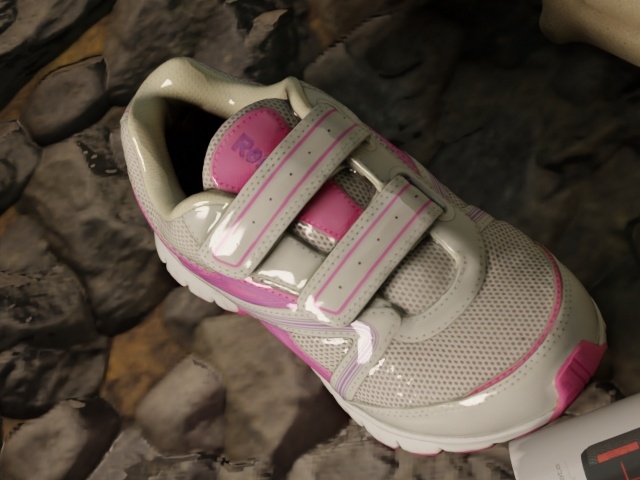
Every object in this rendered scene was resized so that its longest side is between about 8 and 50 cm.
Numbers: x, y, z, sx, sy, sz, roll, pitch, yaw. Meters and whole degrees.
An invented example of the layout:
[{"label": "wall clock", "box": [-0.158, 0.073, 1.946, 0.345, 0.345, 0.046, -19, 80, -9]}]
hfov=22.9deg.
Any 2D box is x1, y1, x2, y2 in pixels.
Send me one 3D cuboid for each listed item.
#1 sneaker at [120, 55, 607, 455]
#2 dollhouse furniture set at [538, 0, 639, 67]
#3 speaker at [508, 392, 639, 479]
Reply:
[{"label": "sneaker", "box": [0.000, 0.000, 0.650, 0.252, 0.111, 0.103, 25, 72, 36]}, {"label": "dollhouse furniture set", "box": [0.208, -0.129, 0.580, 0.301, 0.197, 0.151, 34, 79, 38]}, {"label": "speaker", "box": [0.139, 0.075, 0.569, 0.136, 0.055, 0.055, -22, 51, 11]}]
